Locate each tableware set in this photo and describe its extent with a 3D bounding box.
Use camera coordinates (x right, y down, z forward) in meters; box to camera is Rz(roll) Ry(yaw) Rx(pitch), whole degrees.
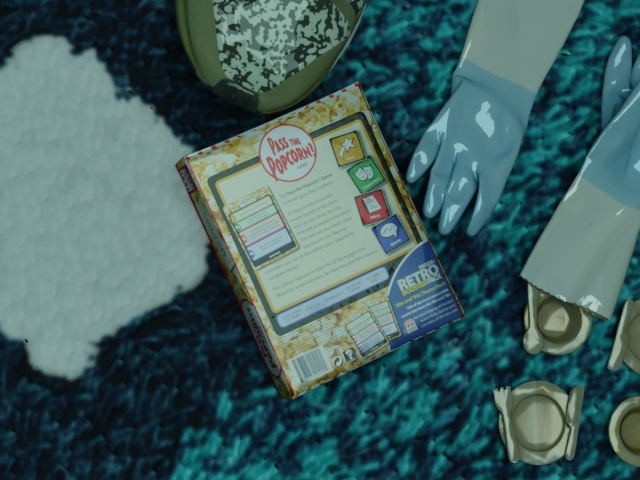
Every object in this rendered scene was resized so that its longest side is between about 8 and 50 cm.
[{"bbox_3d":[0.214,0.106,1.364,0.169,0.020,0.141,6,83,-13],"label":"tableware set"}]

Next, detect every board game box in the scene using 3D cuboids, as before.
[{"bbox_3d":[0.000,0.000,1.308,0.147,0.045,0.193,-24,91,-14],"label":"board game box"}]

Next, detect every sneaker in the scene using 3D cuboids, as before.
[{"bbox_3d":[0.020,-0.286,1.269,0.158,0.182,0.410,26,80,-10],"label":"sneaker"}]

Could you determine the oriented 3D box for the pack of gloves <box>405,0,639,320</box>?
[{"bbox_3d":[0.184,-0.085,1.352,0.195,0.046,0.232,26,74,-12],"label":"pack of gloves"}]
